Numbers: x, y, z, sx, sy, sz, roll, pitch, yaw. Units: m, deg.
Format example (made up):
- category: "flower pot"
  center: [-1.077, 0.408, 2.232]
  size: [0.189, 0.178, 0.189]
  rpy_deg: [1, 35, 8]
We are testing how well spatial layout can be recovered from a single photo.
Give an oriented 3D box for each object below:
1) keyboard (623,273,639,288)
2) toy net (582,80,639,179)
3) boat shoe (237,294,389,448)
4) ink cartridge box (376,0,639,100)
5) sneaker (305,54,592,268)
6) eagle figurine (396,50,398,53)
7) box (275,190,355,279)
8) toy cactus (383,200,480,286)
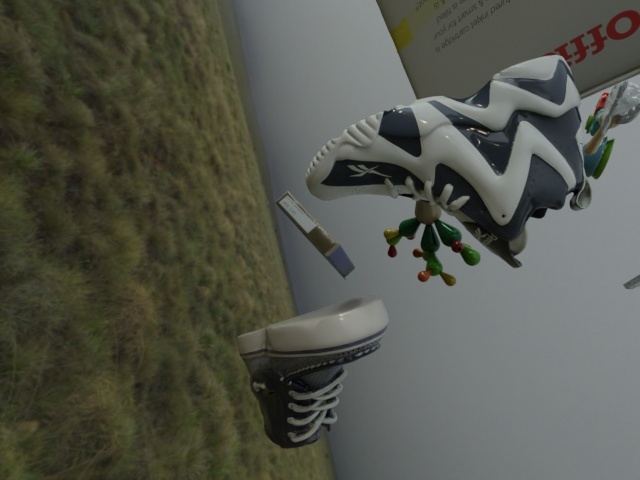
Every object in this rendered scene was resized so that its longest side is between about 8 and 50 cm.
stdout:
- category: "keyboard"
  center: [0.589, 0.059, 0.690]
  size: [0.256, 0.072, 0.014]
  rpy_deg: [28, 55, -61]
- category: "toy net"
  center: [0.436, -0.180, 0.602]
  size: [0.121, 0.045, 0.232]
  rpy_deg: [-68, 158, -2]
- category: "boat shoe"
  center: [-0.007, 0.168, 0.490]
  size: [0.340, 0.127, 0.158]
  rpy_deg: [-38, -112, 64]
- category: "ink cartridge box"
  center: [0.222, -0.337, 0.486]
  size: [0.279, 0.161, 0.384]
  rpy_deg: [-18, -85, 52]
- category: "sneaker"
  center: [0.110, -0.039, 0.351]
  size: [0.094, 0.235, 0.152]
  rpy_deg: [22, 51, -78]
- category: "eagle figurine"
  center: [0.312, -0.334, 0.763]
  size: [0.225, 0.227, 0.298]
  rpy_deg: [-43, -117, 64]
- category: "box"
  center: [0.000, 0.000, 0.778]
  size: [0.136, 0.036, 0.225]
  rpy_deg: [46, -3, 21]
- category: "toy cactus"
  center: [0.198, -0.014, 0.773]
  size: [0.219, 0.112, 0.180]
  rpy_deg: [25, -54, 61]
